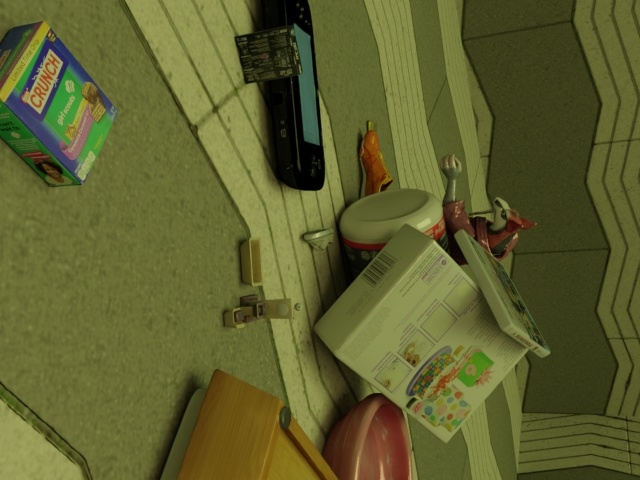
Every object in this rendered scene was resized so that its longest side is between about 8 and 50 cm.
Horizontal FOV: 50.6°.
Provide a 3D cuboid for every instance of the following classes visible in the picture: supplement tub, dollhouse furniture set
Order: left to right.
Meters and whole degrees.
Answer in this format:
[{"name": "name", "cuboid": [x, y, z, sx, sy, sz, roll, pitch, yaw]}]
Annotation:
[{"name": "dollhouse furniture set", "cuboid": [-0.072, 0.052, 0.876, 0.091, 0.081, 0.114, -1, 87, -68]}, {"name": "supplement tub", "cuboid": [0.152, 0.056, 1.273, 0.191, 0.191, 0.272, -55, 135, -57]}]

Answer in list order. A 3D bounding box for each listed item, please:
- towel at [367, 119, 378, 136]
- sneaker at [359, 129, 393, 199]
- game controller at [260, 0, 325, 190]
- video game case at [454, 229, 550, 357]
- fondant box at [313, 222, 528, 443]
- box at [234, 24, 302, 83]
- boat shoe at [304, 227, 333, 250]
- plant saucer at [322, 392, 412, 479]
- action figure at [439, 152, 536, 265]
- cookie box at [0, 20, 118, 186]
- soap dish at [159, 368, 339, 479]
[{"name": "towel", "cuboid": [0.116, -0.218, 1.469, 0.060, 0.009, 0.083, 0, 86, -68]}, {"name": "sneaker", "cuboid": [0.117, -0.141, 1.385, 0.064, 0.068, 0.175, 8, 77, -65]}, {"name": "game controller", "cuboid": [-0.033, -0.235, 1.041, 0.166, 0.067, 0.319, -12, 98, -67]}, {"name": "video game case", "cuboid": [0.315, 0.093, 1.173, 0.183, 0.023, 0.201, 32, 30, -46]}, {"name": "fondant box", "cuboid": [0.182, 0.166, 1.158, 0.238, 0.096, 0.330, -48, 120, -2]}, {"name": "box", "cuboid": [-0.071, -0.255, 0.929, 0.018, 0.083, 0.067, -47, 129, -59]}, {"name": "boat shoe", "cuboid": [0.000, 0.000, 1.123, 0.100, 0.035, 0.035, -15, 98, -74]}, {"name": "plant saucer", "cuboid": [0.079, 0.433, 1.174, 0.332, 0.084, 0.332, -4, 90, -67]}, {"name": "action figure", "cuboid": [0.263, 0.005, 1.372, 0.248, 0.370, 0.275, 26, 73, -26]}, {"name": "cookie box", "cuboid": [-0.231, -0.113, 0.575, 0.107, 0.040, 0.091, 57, 36, -48]}, {"name": "soap dish", "cuboid": [-0.072, 0.322, 0.783, 0.290, 0.118, 0.228, 65, 30, -43]}]
